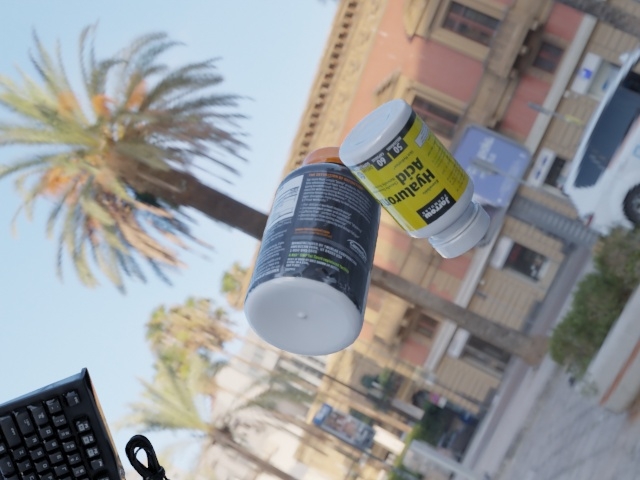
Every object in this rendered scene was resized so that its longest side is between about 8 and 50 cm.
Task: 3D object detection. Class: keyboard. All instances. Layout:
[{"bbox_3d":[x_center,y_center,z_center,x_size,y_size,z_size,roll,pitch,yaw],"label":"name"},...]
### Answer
[{"bbox_3d":[-0.142,0.168,0.590,0.108,0.023,0.180,-21,-66,-19],"label":"keyboard"}]

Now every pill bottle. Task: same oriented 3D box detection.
[{"bbox_3d":[0.073,-0.043,0.694,0.065,0.116,0.065,-38,20,17],"label":"pill bottle"},{"bbox_3d":[0.000,0.000,1.064,0.130,0.130,0.245,103,180,-46],"label":"pill bottle"}]
